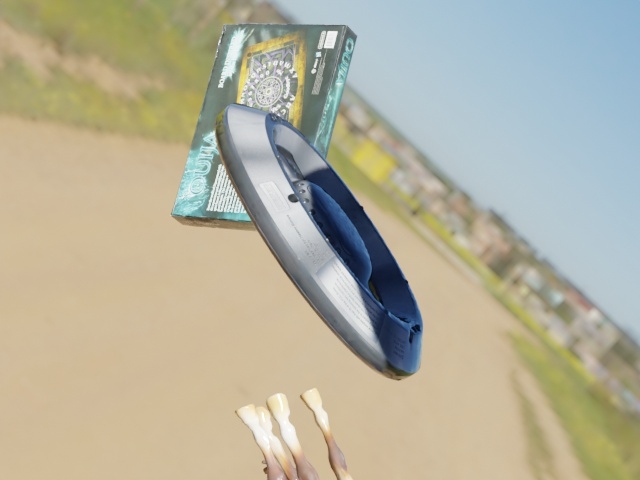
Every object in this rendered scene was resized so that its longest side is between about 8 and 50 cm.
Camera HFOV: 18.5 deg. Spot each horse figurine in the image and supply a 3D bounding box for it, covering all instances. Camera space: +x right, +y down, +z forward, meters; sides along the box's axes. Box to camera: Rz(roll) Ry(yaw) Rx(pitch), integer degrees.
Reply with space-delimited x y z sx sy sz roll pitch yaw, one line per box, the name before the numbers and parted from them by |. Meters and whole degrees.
horse figurine | -0.003 0.181 1.213 0.263 0.066 0.174 44 26 -84

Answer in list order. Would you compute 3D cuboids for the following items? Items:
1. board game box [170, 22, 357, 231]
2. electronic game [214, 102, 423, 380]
board game box | -0.048 -0.098 1.674 0.126 0.186 0.026 5 -19 30
electronic game | 0.000 0.000 1.377 0.229 0.048 0.229 52 11 -15
